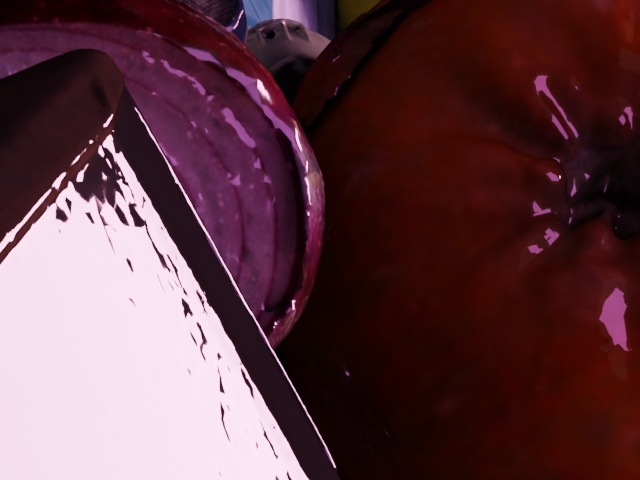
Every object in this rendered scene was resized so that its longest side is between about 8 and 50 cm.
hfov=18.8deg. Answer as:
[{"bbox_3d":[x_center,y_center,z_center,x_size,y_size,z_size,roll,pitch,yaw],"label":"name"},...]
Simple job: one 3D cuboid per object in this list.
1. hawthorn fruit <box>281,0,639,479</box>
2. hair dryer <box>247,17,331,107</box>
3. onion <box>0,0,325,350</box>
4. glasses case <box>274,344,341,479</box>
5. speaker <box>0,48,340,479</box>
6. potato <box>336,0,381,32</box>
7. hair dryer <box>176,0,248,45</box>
[{"bbox_3d":[0.117,0.022,0.866,0.307,0.276,0.276,58,17,-73],"label":"hawthorn fruit"},{"bbox_3d":[-0.004,-0.021,0.975,0.219,0.088,0.225,81,-5,-73],"label":"hair dryer"},{"bbox_3d":[-0.100,-0.041,0.675,0.140,0.195,0.218,-125,-153,-78],"label":"onion"},{"bbox_3d":[-0.021,0.138,0.852,0.122,0.082,0.321,43,31,-47],"label":"glasses case"},{"bbox_3d":[-0.129,0.081,0.449,0.153,0.231,0.192,63,22,-17],"label":"speaker"},{"bbox_3d":[0.100,-0.164,1.327,0.186,0.148,0.253,57,24,-33],"label":"potato"},{"bbox_3d":[-0.136,-0.056,0.791,0.167,0.199,0.067,106,-11,-51],"label":"hair dryer"}]
